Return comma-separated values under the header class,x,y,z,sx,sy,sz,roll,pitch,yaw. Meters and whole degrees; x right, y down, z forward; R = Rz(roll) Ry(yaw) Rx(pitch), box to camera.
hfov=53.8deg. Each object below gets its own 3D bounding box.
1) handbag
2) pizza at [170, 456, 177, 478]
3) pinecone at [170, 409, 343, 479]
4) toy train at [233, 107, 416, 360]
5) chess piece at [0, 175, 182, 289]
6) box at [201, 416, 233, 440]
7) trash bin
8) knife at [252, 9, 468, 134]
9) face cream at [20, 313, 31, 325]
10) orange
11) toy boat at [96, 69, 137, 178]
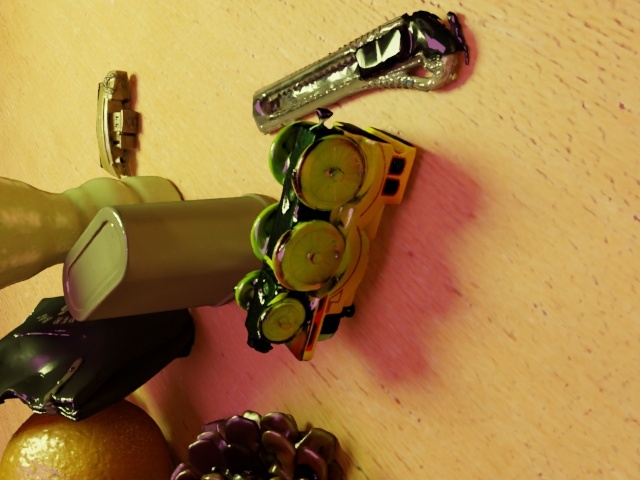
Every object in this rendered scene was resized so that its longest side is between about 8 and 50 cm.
class,x,y,z,sx,sy,sz,roll,pitch,yaw
handbag,-0.412,0.189,1.019,0.342,0.288,0.152,-4,109,17
pizza,-0.313,0.436,1.191,0.134,0.046,0.175,-48,59,36
pinecone,-0.076,0.342,0.782,0.264,0.264,0.264,5,97,48
toy train,0.000,0.000,0.730,0.100,0.160,0.296,40,119,49
chess piece,-0.441,-0.021,1.001,0.234,0.442,0.234,6,99,44
box,-0.152,0.336,1.007,0.062,0.045,0.098,-29,73,46
trash bin,-0.206,0.026,0.893,0.243,0.247,0.121,-36,69,42
knife,0.018,-0.194,0.778,0.365,0.043,0.089,-7,87,49
face cream,-0.510,0.278,1.327,0.369,0.145,0.145,29,114,42
orange,-0.379,0.383,1.034,0.274,0.274,0.274,5,97,48
toy boat,-0.386,-0.221,1.213,0.072,0.064,0.206,2,97,30
